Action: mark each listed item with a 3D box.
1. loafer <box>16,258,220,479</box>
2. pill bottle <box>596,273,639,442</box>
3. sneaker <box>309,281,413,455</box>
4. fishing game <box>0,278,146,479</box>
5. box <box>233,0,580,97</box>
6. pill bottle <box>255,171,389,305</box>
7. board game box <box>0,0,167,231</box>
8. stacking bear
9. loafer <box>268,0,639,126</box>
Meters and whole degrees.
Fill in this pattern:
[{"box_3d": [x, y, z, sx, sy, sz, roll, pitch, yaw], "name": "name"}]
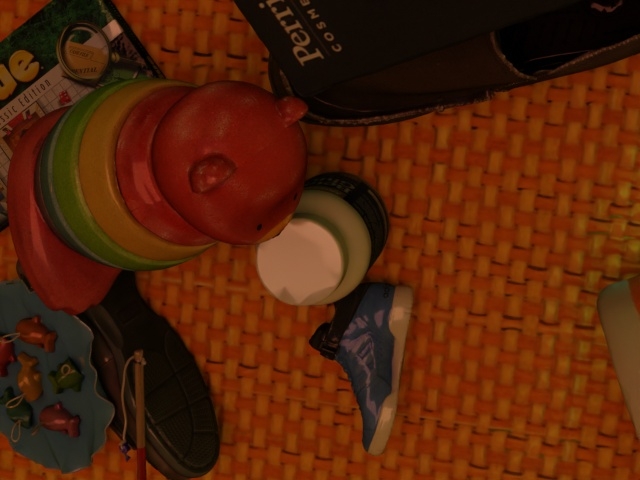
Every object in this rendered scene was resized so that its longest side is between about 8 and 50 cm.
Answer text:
[{"box_3d": [-0.186, 0.103, 1.127, 0.084, 0.096, 0.267, -32, 86, 35], "name": "loafer"}, {"box_3d": [0.427, 0.073, 0.912, 0.392, 0.224, 0.224, -21, 95, 14], "name": "pill bottle"}, {"box_3d": [0.030, 0.110, 1.085, 0.085, 0.058, 0.152, 8, 98, 4], "name": "sneaker"}, {"box_3d": [-0.259, 0.125, 1.108, 0.264, 0.041, 0.189, 16, 114, 32], "name": "fishing game"}, {"box_3d": [0.089, -0.399, 0.702, 0.472, 0.297, 0.480, -13, 124, 40], "name": "box"}, {"box_3d": [0.000, 0.000, 1.014, 0.094, 0.169, 0.094, 2, 102, 11], "name": "pill bottle"}, {"box_3d": [-0.268, -0.110, 1.125, 0.260, 0.030, 0.136, -35, 90, 15], "name": "board game box"}, {"box_3d": [-0.116, -0.049, 0.946, 0.289, 0.175, 0.164, -7, 113, 55], "name": "stacking bear"}, {"box_3d": [0.124, -0.178, 0.976, 0.366, 0.130, 0.133, -15, 97, 14], "name": "loafer"}]
